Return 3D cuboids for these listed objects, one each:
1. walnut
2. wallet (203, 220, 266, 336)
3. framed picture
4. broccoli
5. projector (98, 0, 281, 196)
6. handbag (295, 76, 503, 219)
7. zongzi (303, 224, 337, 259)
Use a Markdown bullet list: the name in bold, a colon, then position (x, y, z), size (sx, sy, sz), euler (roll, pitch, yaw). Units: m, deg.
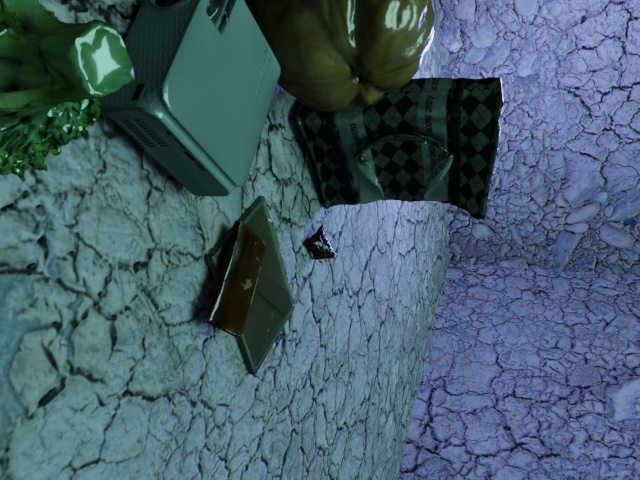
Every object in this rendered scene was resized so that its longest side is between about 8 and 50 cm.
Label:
- **walnut**: position (0.034, -0.403, 0.848), size (0.306, 0.306, 0.343), euler (58, 17, -54)
- **wallet**: position (-0.138, 0.064, 0.796), size (0.095, 0.026, 0.176), euler (46, 48, -52)
- **framed picture**: position (-0.117, 0.084, 0.911), size (0.209, 0.019, 0.281), euler (-58, 144, -50)
- **broccoli**: position (-0.230, -0.149, 0.385), size (0.194, 0.194, 0.219), euler (-35, 131, -62)
- **projector**: position (-0.162, -0.215, 0.652), size (0.198, 0.108, 0.250), euler (52, 47, -58)
- **handbag**: position (0.180, -0.189, 1.074), size (0.316, 0.416, 0.180), euler (73, 28, -43)
- **zongzi**: position (0.000, 0.000, 1.143), size (0.083, 0.067, 0.073), euler (48, 54, -37)
